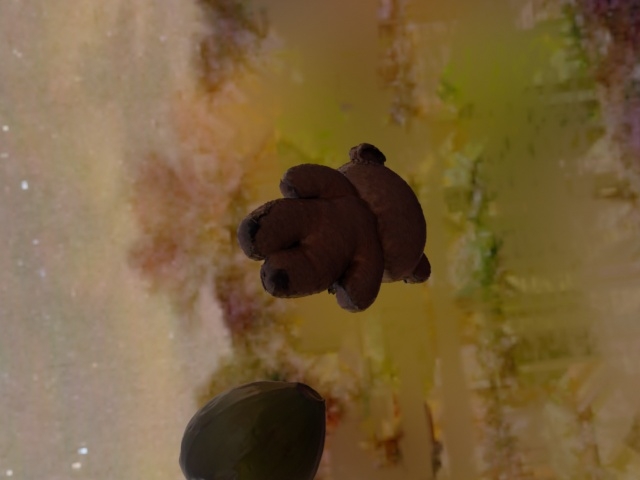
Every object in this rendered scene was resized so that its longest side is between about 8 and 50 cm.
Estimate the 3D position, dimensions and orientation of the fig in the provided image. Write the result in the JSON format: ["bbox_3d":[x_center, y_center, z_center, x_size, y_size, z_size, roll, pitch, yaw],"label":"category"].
[{"bbox_3d":[-0.102,0.349,1.845,0.239,0.271,0.239,50,-179,-1],"label":"fig"}]

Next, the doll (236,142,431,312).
[{"bbox_3d":[0.000,0.000,1.331,0.156,0.303,0.201,-26,84,45],"label":"doll"}]
